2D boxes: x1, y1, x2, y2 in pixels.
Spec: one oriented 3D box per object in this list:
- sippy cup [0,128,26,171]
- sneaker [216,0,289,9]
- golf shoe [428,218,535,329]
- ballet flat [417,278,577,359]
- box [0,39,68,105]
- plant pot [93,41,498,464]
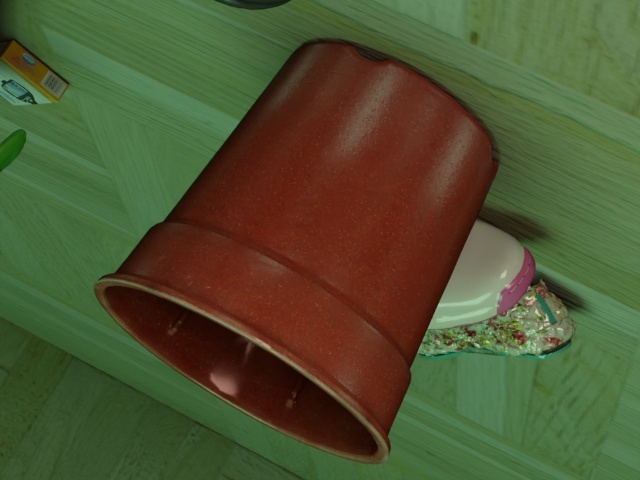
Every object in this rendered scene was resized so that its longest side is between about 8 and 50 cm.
[{"bbox_3d":[-0.433,-0.197,1.598,0.305,0.240,0.224,12,159,-21],"label":"sippy cup"},{"bbox_3d":[-0.104,-0.246,1.070,0.296,0.104,0.147,30,158,-13],"label":"sneaker"},{"bbox_3d":[0.056,-0.003,1.489,0.306,0.115,0.140,12,152,43],"label":"golf shoe"},{"bbox_3d":[0.164,0.073,1.604,0.241,0.091,0.077,-8,109,57],"label":"ballet flat"},{"bbox_3d":[-0.341,-0.183,1.778,0.081,0.028,0.136,40,163,-29],"label":"box"},{"bbox_3d":[0.000,0.000,1.321,0.272,0.265,0.272,28,163,9],"label":"plant pot"}]
